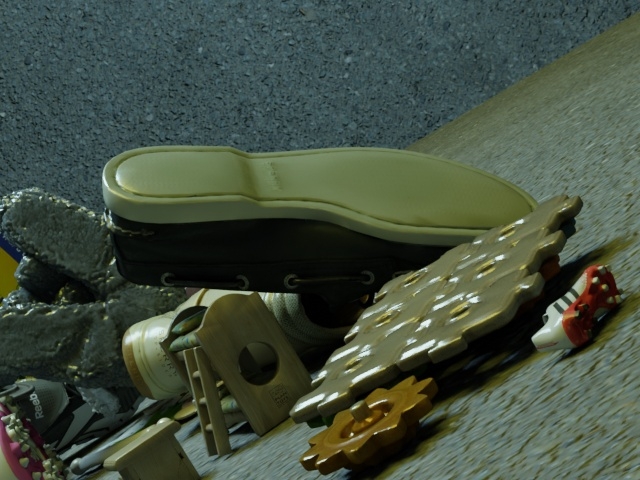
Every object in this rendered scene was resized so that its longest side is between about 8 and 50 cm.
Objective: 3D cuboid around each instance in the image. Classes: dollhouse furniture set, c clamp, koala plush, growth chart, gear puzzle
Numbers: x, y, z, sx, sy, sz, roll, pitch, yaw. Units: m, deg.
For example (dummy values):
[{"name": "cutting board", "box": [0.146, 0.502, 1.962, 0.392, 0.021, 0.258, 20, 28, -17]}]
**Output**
[{"name": "dollhouse furniture set", "box": [-0.118, 0.122, 1.322, 0.161, 0.101, 0.182, -33, 5, -21]}, {"name": "c clamp", "box": [-0.369, 0.163, 1.717, 0.160, 0.022, 0.137, -15, 5, -20]}, {"name": "koala plush", "box": [-0.216, 0.080, 1.675, 0.221, 0.203, 0.196, 79, -154, -73]}, {"name": "growth chart", "box": [-0.139, 0.153, 1.662, 0.172, 0.021, 0.237, -30, 7, 32]}, {"name": "gear puzzle", "box": [0.076, 0.066, 1.070, 0.175, 0.044, 0.339, -28, 8, 24]}]

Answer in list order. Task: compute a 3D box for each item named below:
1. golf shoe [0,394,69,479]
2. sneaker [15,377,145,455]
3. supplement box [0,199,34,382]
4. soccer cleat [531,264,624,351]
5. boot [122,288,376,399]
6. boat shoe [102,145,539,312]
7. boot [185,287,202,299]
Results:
[{"name": "golf shoe", "box": [-0.305, 0.217, 1.542, 0.140, 0.115, 0.306, -39, 2, -6]}, {"name": "sneaker", "box": [-0.271, 0.173, 1.789, 0.234, 0.078, 0.106, -35, -27, -2]}, {"name": "supplement box", "box": [-0.438, 0.156, 1.962, 0.194, 0.195, 0.356, -27, 24, 47]}, {"name": "soccer cleat", "box": [0.143, 0.038, 0.957, 0.035, 0.029, 0.083, -24, 12, 33]}, {"name": "boot", "box": [-0.029, 0.056, 1.528, 0.203, 0.095, 0.262, -22, -2, 30]}, {"name": "boat shoe", "box": [0.000, 0.002, 1.341, 0.340, 0.113, 0.127, 1, 32, -10]}, {"name": "boot", "box": [-0.201, 0.128, 1.937, 0.248, 0.090, 0.207, -35, 7, -2]}]
